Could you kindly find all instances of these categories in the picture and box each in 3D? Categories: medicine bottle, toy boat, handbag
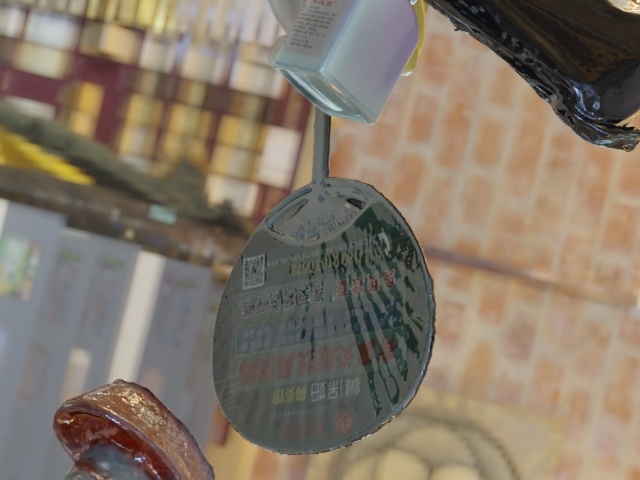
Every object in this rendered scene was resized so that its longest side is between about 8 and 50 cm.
[{"bbox_3d":[0.028,-0.148,1.354,0.074,0.055,0.118,38,75,-43],"label":"medicine bottle"},{"bbox_3d":[-0.214,0.264,1.870,0.096,0.206,0.282,-33,-174,34],"label":"toy boat"},{"bbox_3d":[0.150,-0.206,1.471,0.191,0.332,0.075,-33,159,-37],"label":"handbag"}]

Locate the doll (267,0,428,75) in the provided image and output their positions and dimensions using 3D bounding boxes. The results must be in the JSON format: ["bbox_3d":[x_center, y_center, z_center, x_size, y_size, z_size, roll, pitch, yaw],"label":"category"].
[{"bbox_3d":[0.005,-0.254,1.836,0.111,0.237,0.252,-38,125,-29],"label":"doll"}]

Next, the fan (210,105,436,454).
[{"bbox_3d":[-0.017,0.027,1.448,0.223,0.012,0.294,-45,-130,30],"label":"fan"}]
